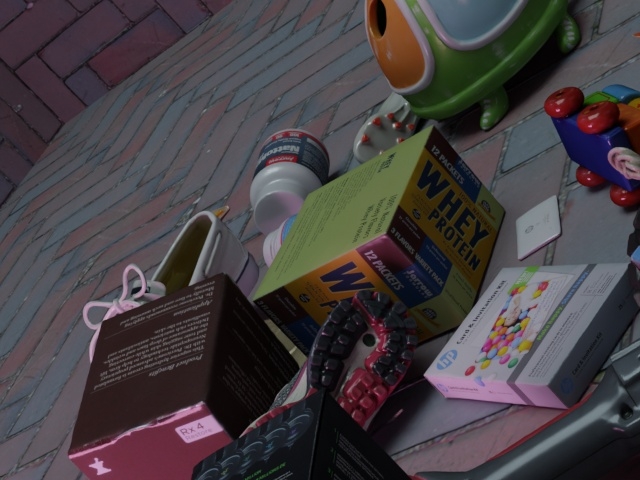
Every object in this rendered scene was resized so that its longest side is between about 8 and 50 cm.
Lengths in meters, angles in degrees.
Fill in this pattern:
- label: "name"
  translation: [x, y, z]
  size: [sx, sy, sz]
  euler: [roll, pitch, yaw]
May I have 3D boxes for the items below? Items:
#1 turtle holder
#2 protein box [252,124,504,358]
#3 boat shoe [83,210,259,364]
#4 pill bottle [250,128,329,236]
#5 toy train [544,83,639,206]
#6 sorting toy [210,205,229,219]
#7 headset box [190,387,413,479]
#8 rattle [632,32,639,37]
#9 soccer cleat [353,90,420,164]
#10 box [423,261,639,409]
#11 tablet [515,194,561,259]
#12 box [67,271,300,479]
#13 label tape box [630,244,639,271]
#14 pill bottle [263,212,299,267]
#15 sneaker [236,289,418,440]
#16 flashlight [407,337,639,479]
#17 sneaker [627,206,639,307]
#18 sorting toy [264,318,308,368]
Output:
- label: "turtle holder"
  translation: [0.205, -0.317, 1.765]
  size: [0.320, 0.227, 0.243]
  euler: [-39, 19, 12]
- label: "protein box"
  translation: [0.068, 0.015, 1.480]
  size: [0.201, 0.136, 0.199]
  euler: [-28, 24, 38]
- label: "boat shoe"
  translation: [-0.209, 0.096, 1.659]
  size: [0.136, 0.156, 0.367]
  euler: [-3, 41, 41]
- label: "pill bottle"
  translation: [-0.045, -0.078, 1.933]
  size: [0.108, 0.108, 0.180]
  euler: [-35, 21, 21]
- label: "toy train"
  translation: [0.330, -0.108, 1.305]
  size: [0.143, 0.105, 0.248]
  euler: [-30, 19, -3]
- label: "sorting toy"
  translation: [-0.193, -0.030, 2.260]
  size: [0.083, 0.012, 0.062]
  euler: [-15, 34, 52]
- label: "headset box"
  translation: [0.019, 0.273, 0.875]
  size: [0.131, 0.246, 0.283]
  euler: [-34, 22, 23]
- label: "rattle"
  translation: [0.461, -0.283, 1.497]
  size: [0.199, 0.143, 0.130]
  euler: [-59, -12, 0]
- label: "soccer cleat"
  translation: [0.105, -0.169, 1.908]
  size: [0.196, 0.068, 0.076]
  euler: [-53, 7, -28]
- label: "box"
  translation: [0.196, 0.085, 1.235]
  size: [0.145, 0.038, 0.186]
  euler: [-51, 20, -21]
- label: "tablet"
  translation: [0.230, -0.014, 1.422]
  size: [0.054, 0.006, 0.083]
  euler: [-35, 21, 23]
- label: "box"
  translation: [-0.136, 0.177, 1.416]
  size: [0.169, 0.167, 0.203]
  euler: [-21, 35, 20]
- label: "label tape box"
  translation: [0.412, -0.022, 0.936]
  size: [0.240, 0.106, 0.334]
  euler: [-48, 21, -12]
- label: "pill bottle"
  translation: [0.000, 0.000, 1.715]
  size: [0.160, 0.087, 0.087]
  euler: [-19, 31, 48]
- label: "sneaker"
  translation: [-0.001, 0.193, 1.315]
  size: [0.299, 0.121, 0.112]
  euler: [-53, -8, -23]
- label: "flashlight"
  translation: [0.165, 0.171, 1.041]
  size: [0.304, 0.103, 0.103]
  euler: [-36, 58, 11]
- label: "sneaker"
  translation: [0.343, -0.050, 1.143]
  size: [0.101, 0.106, 0.267]
  euler: [162, 128, -72]
- label: "sorting toy"
  translation: [-0.108, 0.207, 1.579]
  size: [0.229, 0.041, 0.307]
  euler: [-11, 37, 49]
